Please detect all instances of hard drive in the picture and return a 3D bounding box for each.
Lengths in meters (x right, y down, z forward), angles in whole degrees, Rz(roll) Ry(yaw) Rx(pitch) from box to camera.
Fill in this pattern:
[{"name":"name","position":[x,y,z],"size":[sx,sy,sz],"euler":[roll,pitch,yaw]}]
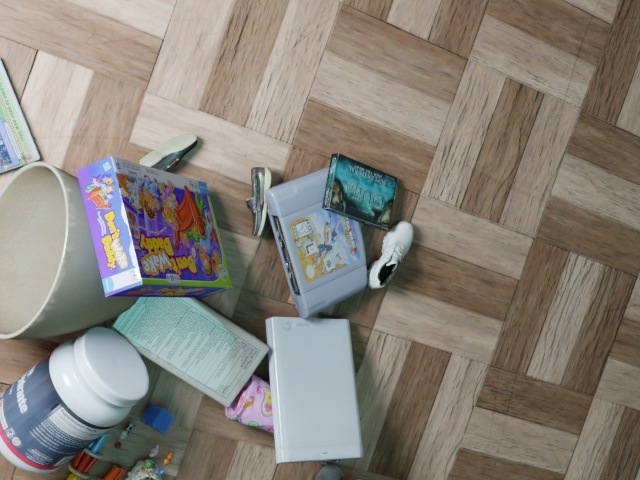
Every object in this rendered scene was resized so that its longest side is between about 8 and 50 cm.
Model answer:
[{"name":"hard drive","position":[-0.013,0.323,1.868],"size":[0.203,0.040,0.307],"euler":[5,70,-31]}]

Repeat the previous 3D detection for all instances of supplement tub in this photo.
[{"name":"supplement tub","position":[-0.489,0.311,1.667],"size":[0.272,0.191,0.191],"euler":[-38,110,16]}]

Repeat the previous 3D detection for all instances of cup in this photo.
[{"name":"cup","position":[-0.471,0.039,1.638],"size":[0.237,0.331,0.331],"euler":[17,92,-44]}]

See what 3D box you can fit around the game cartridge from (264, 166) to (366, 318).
[{"name":"game cartridge","position":[0.000,0.000,1.879],"size":[0.198,0.062,0.297],"euler":[-23,105,-27]}]

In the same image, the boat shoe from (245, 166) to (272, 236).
[{"name":"boat shoe","position":[-0.138,-0.085,1.849],"size":[0.049,0.056,0.152],"euler":[7,89,-12]}]

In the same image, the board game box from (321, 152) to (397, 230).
[{"name":"board game box","position":[0.089,-0.105,1.890],"size":[0.186,0.026,0.126],"euler":[18,78,-38]}]

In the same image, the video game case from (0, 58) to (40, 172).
[{"name":"video game case","position":[-0.676,-0.225,1.658],"size":[0.193,0.023,0.212],"euler":[-22,103,-15]}]

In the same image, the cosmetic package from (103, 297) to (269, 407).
[{"name":"cosmetic package","position":[-0.283,0.199,1.807],"size":[0.309,0.113,0.160],"euler":[37,85,-20]}]

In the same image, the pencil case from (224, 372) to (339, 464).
[{"name":"pencil case","position":[-0.074,0.398,1.904],"size":[0.284,0.124,0.124],"euler":[31,87,-22]}]

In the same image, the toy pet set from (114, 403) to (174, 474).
[{"name":"toy pet set","position":[-0.357,0.415,1.813],"size":[0.122,0.065,0.114],"euler":[31,65,0]}]

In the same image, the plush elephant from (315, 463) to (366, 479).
[{"name":"plush elephant","position":[0.125,0.695,1.952],"size":[0.255,0.330,0.271],"euler":[25,82,-39]}]

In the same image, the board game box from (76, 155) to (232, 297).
[{"name":"board game box","position":[-0.303,-0.013,1.623],"size":[0.078,0.347,0.233],"euler":[-19,80,18]}]

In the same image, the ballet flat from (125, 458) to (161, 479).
[{"name":"ballet flat","position":[-0.410,0.587,1.839],"size":[0.091,0.077,0.240],"euler":[20,92,-22]}]

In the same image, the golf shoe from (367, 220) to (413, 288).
[{"name":"golf shoe","position":[0.169,0.037,1.951],"size":[0.069,0.086,0.176],"euler":[32,86,-18]}]

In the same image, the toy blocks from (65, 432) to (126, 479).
[{"name":"toy blocks","position":[-0.470,0.486,1.815],"size":[0.123,0.054,0.148],"euler":[35,86,-19]}]

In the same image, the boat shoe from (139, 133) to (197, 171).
[{"name":"boat shoe","position":[-0.312,-0.177,1.780],"size":[0.133,0.049,0.042],"euler":[-35,135,-18]}]
